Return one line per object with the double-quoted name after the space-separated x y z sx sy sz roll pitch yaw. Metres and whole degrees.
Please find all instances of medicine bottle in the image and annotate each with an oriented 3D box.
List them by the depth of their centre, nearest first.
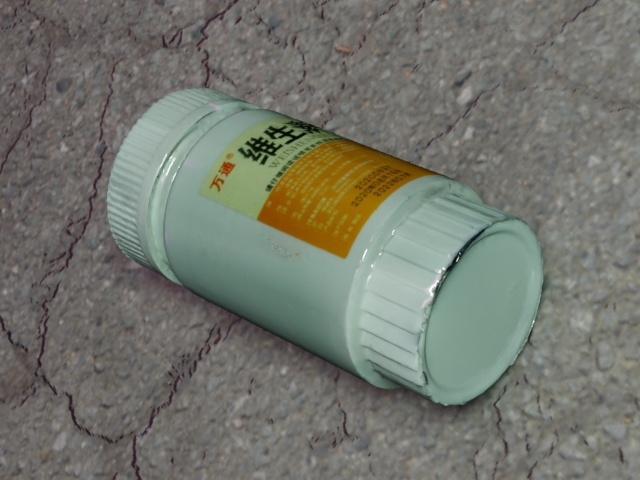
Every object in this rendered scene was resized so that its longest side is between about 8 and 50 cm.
0.000 0.000 1.104 0.318 0.158 0.158 25 87 38 "medicine bottle"
